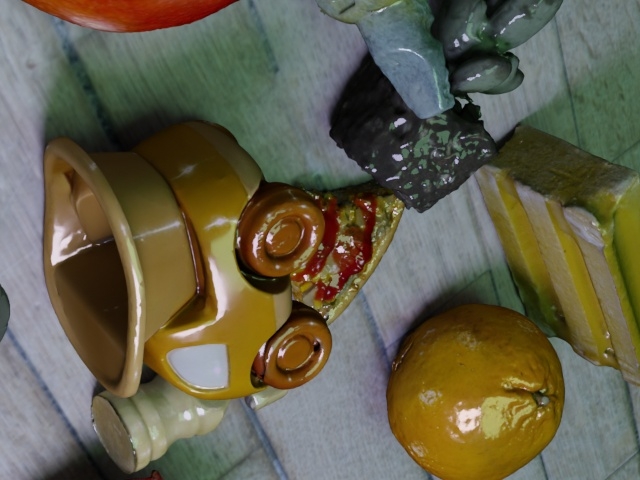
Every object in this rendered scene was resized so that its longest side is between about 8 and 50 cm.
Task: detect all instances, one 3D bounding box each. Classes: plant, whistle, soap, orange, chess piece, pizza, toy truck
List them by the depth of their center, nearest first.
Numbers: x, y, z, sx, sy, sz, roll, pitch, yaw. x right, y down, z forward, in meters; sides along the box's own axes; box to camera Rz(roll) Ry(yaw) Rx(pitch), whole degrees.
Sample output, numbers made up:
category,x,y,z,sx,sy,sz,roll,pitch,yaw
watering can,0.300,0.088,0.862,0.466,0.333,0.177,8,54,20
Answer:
category,x,y,z,sx,sy,sz,roll,pitch,yaw
toy truck,-0.124,0.019,1.262,0.212,0.204,0.288,-20,128,-26
whistle,0.069,-0.222,1.293,0.123,0.123,0.223,-29,95,-22
plant,0.139,-0.163,1.399,0.274,0.146,0.149,-52,133,0
chess piece,-0.129,0.159,1.431,0.200,0.090,0.090,-24,130,-29
pizza,0.000,0.000,1.454,0.199,0.062,0.188,21,100,-44
soap,0.307,0.021,1.624,0.091,0.199,0.315,-43,134,-18
orange,0.185,0.182,1.637,0.219,0.193,0.219,-7,109,-21

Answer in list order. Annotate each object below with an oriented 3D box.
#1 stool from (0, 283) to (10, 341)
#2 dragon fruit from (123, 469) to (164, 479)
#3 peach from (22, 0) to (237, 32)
category,x,y,z,sx,sy,sz,roll,pitch,yaw
stool,-0.325,0.051,1.184,0.096,0.110,0.096,-19,127,-27
dragon fruit,-0.181,0.336,1.410,0.268,0.210,0.205,2,126,-13
peach,-0.135,-0.323,0.933,0.370,0.370,0.370,-20,128,-29
